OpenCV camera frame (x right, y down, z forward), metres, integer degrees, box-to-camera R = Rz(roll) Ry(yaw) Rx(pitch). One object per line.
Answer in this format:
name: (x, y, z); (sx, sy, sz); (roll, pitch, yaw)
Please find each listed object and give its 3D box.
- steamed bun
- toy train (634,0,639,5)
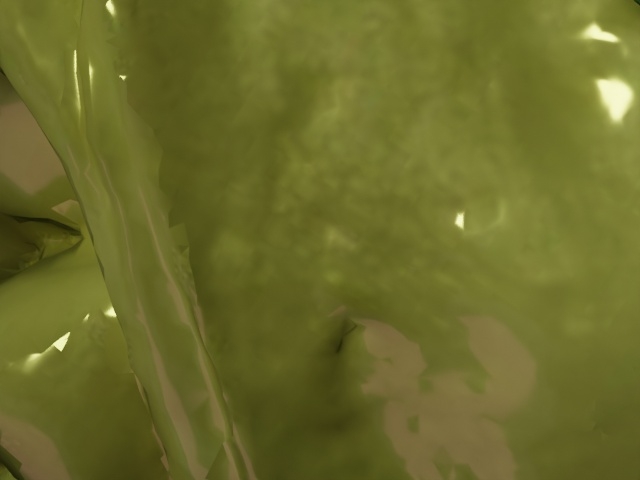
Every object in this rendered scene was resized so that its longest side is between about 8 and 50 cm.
steamed bun: (0.000, 0.000, 0.553); (0.352, 0.247, 0.339); (31, 177, 9)
toy train: (0.073, -0.070, 0.280); (0.137, 0.090, 0.225); (42, 178, 17)
